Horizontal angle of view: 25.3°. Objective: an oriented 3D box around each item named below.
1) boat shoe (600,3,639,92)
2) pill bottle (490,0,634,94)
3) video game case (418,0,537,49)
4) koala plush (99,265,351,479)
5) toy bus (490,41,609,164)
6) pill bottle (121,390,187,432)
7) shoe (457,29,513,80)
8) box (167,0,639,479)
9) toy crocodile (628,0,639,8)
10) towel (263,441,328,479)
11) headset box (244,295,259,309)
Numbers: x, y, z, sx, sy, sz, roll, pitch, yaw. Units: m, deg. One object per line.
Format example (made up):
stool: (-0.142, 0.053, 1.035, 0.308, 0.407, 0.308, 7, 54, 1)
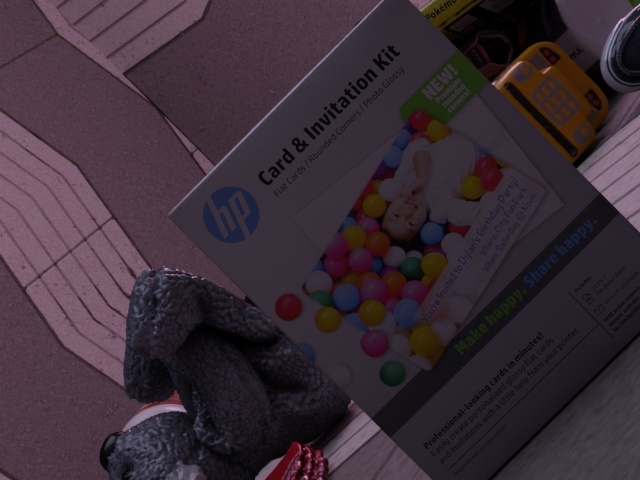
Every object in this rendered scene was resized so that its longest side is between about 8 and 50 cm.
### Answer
boat shoe: (0.330, -0.211, 1.288, 0.183, 0.065, 0.083, -44, 0, -10)
pill bottle: (0.248, -0.183, 1.633, 0.130, 0.130, 0.246, -46, 1, -44)
video game case: (0.138, -0.225, 1.577, 0.248, 0.035, 0.275, -35, -7, 17)
koala plush: (-0.097, 0.170, 1.171, 0.196, 0.203, 0.221, 114, 178, -68)
toy bus: (0.189, -0.103, 1.456, 0.130, 0.108, 0.333, -44, 0, -18)
pill bottle: (-0.170, 0.241, 1.631, 0.121, 0.121, 0.216, -45, 1, 1)
shoe: (0.141, -0.178, 1.528, 0.081, 0.063, 0.178, -43, -8, 37)
box: (0.048, 0.003, 0.646, 0.145, 0.186, 0.038, -44, 1, 3)
toy crocodile: (0.364, -0.277, 1.779, 0.340, 0.105, 0.115, -40, -44, -86)
towel: (-0.073, 0.228, 0.928, 0.199, 0.031, 0.275, -46, 1, 3)
headset box: (0.000, 0.000, 1.602, 0.218, 0.110, 0.293, -73, 5, -77)
